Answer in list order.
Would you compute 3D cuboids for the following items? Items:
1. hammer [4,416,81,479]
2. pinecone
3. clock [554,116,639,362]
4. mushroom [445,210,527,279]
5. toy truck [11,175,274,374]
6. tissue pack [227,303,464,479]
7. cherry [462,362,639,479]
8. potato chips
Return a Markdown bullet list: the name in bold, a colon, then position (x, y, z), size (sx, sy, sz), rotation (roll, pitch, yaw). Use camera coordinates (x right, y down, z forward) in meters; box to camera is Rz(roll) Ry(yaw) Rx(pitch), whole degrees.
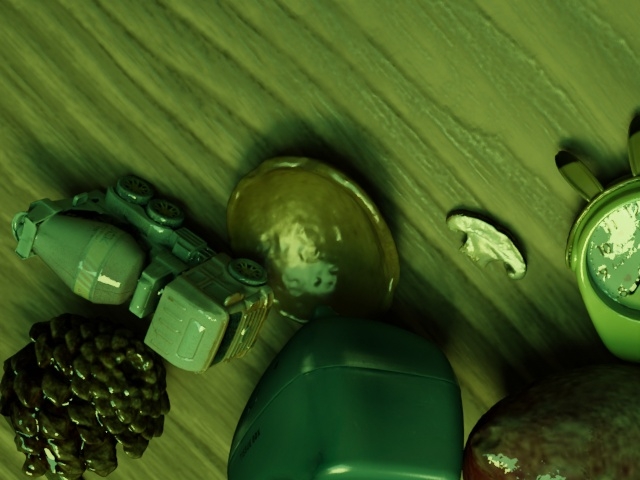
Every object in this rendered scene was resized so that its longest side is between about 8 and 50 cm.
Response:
- **hammer**: position (-0.289, 0.345, 1.431), size (0.111, 0.043, 0.365), rotation (-24, 108, 22)
- **pinecone**: position (-0.272, 0.173, 1.270), size (0.204, 0.179, 0.184), rotation (-14, 91, 36)
- **clock**: position (0.322, -0.001, 1.107), size (0.170, 0.069, 0.232), rotation (-24, 108, 23)
- **mushroom**: position (0.172, 0.003, 1.169), size (0.101, 0.019, 0.049), rotation (39, 117, -6)
- **toy truck**: position (-0.186, 0.034, 1.171), size (0.256, 0.140, 0.108), rotation (35, 120, 17)
- **tissue pack**: position (0.020, 0.205, 1.180), size (0.198, 0.206, 0.287), rotation (9, 143, -17)
- **cherry**: position (0.262, 0.225, 1.133), size (0.300, 0.203, 0.230), rotation (9, 162, -35)
- **potato chips**: position (-0.001, -0.001, 1.180), size (0.208, 0.062, 0.195), rotation (43, 126, -11)
